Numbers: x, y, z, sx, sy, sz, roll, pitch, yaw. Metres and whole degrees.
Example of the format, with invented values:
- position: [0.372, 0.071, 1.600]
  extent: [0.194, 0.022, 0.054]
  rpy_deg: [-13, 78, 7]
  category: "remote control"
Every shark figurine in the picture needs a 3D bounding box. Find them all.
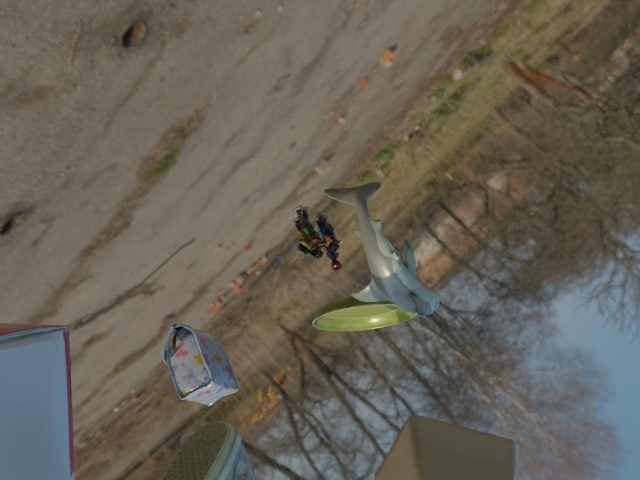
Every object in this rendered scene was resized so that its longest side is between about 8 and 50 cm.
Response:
- position: [0.089, 0.041, 1.124]
  extent: [0.116, 0.278, 0.166]
  rpy_deg: [-28, -167, 24]
  category: "shark figurine"

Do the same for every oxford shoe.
- position: [-0.232, 0.494, 1.063]
  extent: [0.169, 0.130, 0.449]
  rpy_deg: [-10, -144, 42]
  category: "oxford shoe"

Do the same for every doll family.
- position: [0.000, 0.000, 1.495]
  extent: [0.076, 0.111, 0.193]
  rpy_deg: [-41, 151, 25]
  category: "doll family"

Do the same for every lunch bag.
- position: [-0.135, 0.134, 0.756]
  extent: [0.053, 0.083, 0.071]
  rpy_deg: [-27, 156, 7]
  category: "lunch bag"

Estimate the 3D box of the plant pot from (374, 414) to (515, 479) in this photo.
- position: [0.117, 0.245, 0.643]
  extent: [0.096, 0.109, 0.109]
  rpy_deg: [-83, -169, -54]
  category: "plant pot"

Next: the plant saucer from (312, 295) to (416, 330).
- position: [0.100, 0.162, 1.573]
  extent: [0.241, 0.037, 0.241]
  rpy_deg: [-6, 161, -2]
  category: "plant saucer"

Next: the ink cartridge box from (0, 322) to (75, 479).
- position: [-0.354, 0.178, 0.536]
  extent: [0.306, 0.226, 0.131]
  rpy_deg: [0, -177, 20]
  category: "ink cartridge box"
